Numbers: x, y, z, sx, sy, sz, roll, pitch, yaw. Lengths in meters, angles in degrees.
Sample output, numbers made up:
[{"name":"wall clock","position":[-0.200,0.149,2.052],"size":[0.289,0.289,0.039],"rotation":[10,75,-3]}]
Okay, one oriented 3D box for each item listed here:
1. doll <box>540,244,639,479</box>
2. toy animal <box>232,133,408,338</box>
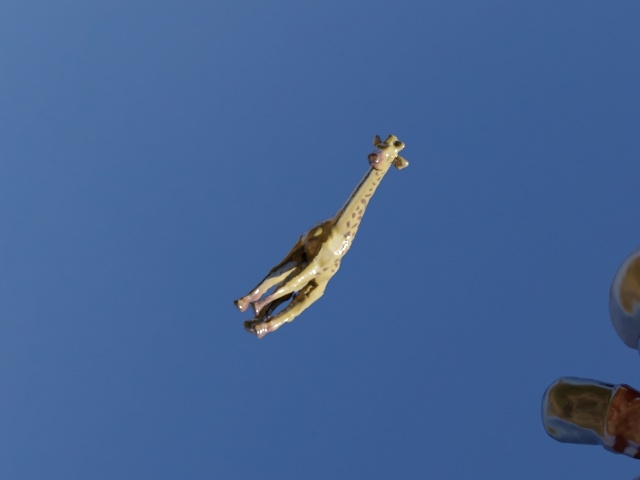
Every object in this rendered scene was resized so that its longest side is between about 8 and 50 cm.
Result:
[{"name":"doll","position":[0.262,0.150,0.801],"size":[0.174,0.235,0.330],"rotation":[136,-37,-71]},{"name":"toy animal","position":[0.004,0.000,1.419],"size":[0.275,0.149,0.054],"rotation":[-47,-107,11]}]
